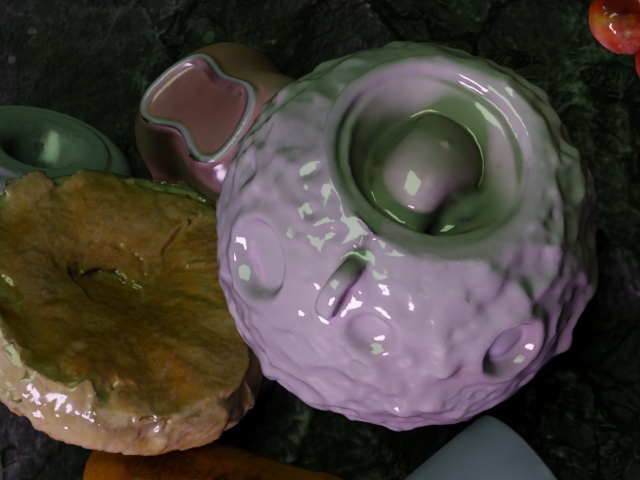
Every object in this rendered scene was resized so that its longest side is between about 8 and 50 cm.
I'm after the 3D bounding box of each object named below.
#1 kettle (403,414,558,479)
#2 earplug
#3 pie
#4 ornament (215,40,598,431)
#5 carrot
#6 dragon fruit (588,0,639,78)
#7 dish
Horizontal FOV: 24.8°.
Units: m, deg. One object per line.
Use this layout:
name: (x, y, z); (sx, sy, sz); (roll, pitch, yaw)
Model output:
kettle: (0.094, 0.297, 1.207); (0.243, 0.210, 0.160); (-33, 30, -13)
earplug: (-0.311, -0.008, 1.534); (0.214, 0.175, 0.325); (8, 62, -15)
pie: (-0.186, 0.059, 1.381); (0.083, 0.339, 0.339); (-56, 48, 42)
ornament: (0.070, 0.001, 1.272); (0.337, 0.337, 0.337); (-9, 65, 20)
carrot: (-0.075, 0.247, 1.348); (0.302, 0.114, 0.114); (8, 72, 24)
dragon fruit: (0.383, -0.185, 1.255); (0.307, 0.243, 0.227); (-22, 48, -4)
dish: (-0.112, -0.123, 1.536); (0.213, 0.090, 0.213); (-9, 65, 20)
